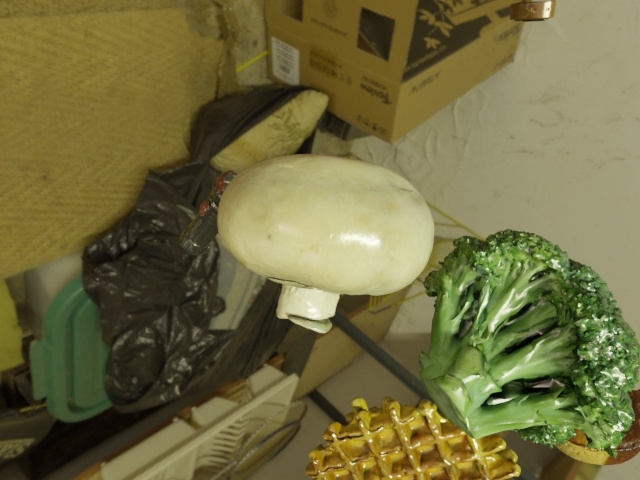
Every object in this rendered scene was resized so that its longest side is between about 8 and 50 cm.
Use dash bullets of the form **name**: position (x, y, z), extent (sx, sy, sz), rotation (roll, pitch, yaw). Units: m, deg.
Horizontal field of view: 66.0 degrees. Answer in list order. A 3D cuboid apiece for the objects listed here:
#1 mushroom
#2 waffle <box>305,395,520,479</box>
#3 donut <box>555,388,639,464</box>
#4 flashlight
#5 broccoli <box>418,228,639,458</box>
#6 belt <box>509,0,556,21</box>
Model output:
- **mushroom**: position (0.000, 0.000, 0.574), extent (0.246, 0.246, 0.202), rotation (7, 99, -63)
- **waffle**: position (0.125, 0.328, 0.702), extent (0.069, 0.293, 0.259), rotation (-84, -169, -68)
- **donut**: position (0.505, 0.345, 0.911), extent (0.141, 0.217, 0.085), rotation (-72, 157, -53)
- **flashlight**: position (-0.241, -0.053, 1.097), extent (0.232, 0.093, 0.093), rotation (-42, 165, 34)
- **broccoli**: position (0.222, 0.119, 0.582), extent (0.242, 0.269, 0.261), rotation (-33, -170, -21)
- **belt**: position (0.394, -0.428, 0.922), extent (0.059, 0.083, 0.036), rotation (-23, 119, -35)
